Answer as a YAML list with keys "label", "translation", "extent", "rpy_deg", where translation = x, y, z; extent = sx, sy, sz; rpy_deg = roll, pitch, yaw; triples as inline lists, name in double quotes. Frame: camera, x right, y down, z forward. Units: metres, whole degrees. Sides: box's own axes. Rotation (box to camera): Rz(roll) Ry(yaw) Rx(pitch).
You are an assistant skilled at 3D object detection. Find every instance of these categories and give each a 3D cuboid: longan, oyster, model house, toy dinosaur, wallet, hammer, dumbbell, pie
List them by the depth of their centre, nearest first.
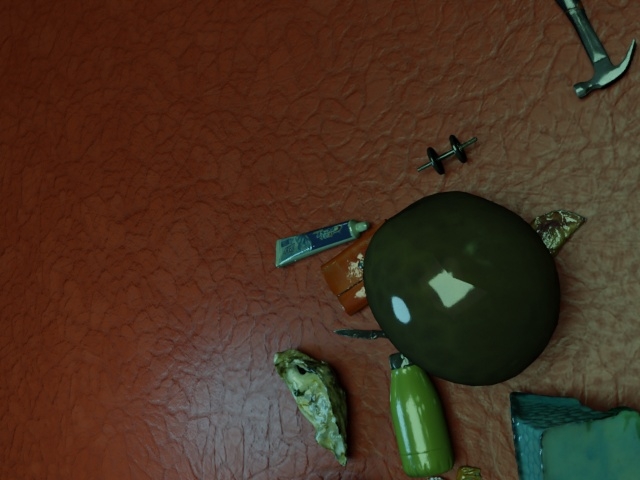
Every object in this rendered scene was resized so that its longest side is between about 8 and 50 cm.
- label: "model house"
  translation: [0.466, 0.431, 1.290]
  extent: [0.225, 0.241, 0.261]
  rpy_deg: [-9, 94, -16]
- label: "longan"
  translation: [0.266, 0.093, 1.319]
  extent: [0.404, 0.336, 0.405]
  rpy_deg: [31, 137, 34]
- label: "hammer"
  translation: [0.538, -0.447, 1.379]
  extent: [0.137, 0.037, 0.290]
  rpy_deg: [-25, 75, 25]
- label: "pie"
  translation: [0.458, 0.003, 1.388]
  extent: [0.092, 0.034, 0.170]
  rpy_deg: [35, 103, 22]
- label: "toy dinosaur"
  translation: [0.246, 0.565, 1.446]
  extent: [0.212, 0.057, 0.142]
  rpy_deg: [-14, 68, 26]
- label: "dumbbell"
  translation: [0.277, -0.188, 1.481]
  extent: [0.147, 0.069, 0.069]
  rpy_deg: [-27, 74, 24]
- label: "wallet"
  translation: [0.110, 0.064, 1.565]
  extent: [0.204, 0.045, 0.142]
  rpy_deg: [-37, 70, 21]
- label: "oyster"
  translation: [-0.003, 0.383, 1.588]
  extent: [0.166, 0.094, 0.294]
  rpy_deg: [-27, 83, 43]

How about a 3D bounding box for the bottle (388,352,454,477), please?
- label: "bottle"
  translation: [0.207, 0.366, 1.450]
  extent: [0.112, 0.112, 0.260]
  rpy_deg: [-18, 77, 26]

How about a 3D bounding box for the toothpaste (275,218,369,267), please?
- label: "toothpaste"
  translation: [0.000, -0.001, 1.633]
  extent: [0.268, 0.047, 0.069]
  rpy_deg: [-18, 90, 30]

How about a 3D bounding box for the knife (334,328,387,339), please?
- label: "knife"
  translation: [0.106, 0.219, 1.575]
  extent: [0.170, 0.010, 0.023]
  rpy_deg: [0, 80, 30]
